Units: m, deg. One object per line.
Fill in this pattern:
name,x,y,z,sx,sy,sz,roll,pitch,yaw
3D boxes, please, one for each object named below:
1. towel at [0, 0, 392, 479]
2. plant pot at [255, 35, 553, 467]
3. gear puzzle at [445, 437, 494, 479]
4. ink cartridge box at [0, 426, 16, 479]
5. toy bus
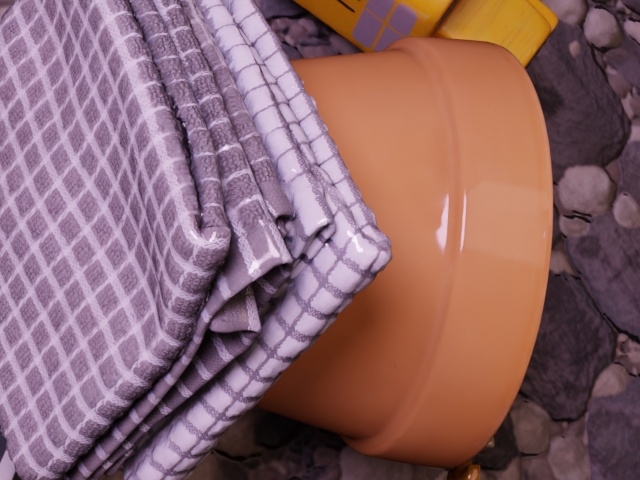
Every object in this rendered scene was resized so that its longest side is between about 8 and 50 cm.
towel,-0.118,-0.022,0.889,0.121,0.235,0.283,11,42,-44
plant pot,0.000,0.000,1.042,0.204,0.291,0.290,6,71,-18
gear puzzle,0.089,0.077,1.145,0.044,0.175,0.338,3,72,-10
ink cartridge box,-0.246,0.116,0.932,0.127,0.072,0.175,34,57,-24
toy bus,0.023,-0.232,1.163,0.333,0.130,0.108,36,69,3
